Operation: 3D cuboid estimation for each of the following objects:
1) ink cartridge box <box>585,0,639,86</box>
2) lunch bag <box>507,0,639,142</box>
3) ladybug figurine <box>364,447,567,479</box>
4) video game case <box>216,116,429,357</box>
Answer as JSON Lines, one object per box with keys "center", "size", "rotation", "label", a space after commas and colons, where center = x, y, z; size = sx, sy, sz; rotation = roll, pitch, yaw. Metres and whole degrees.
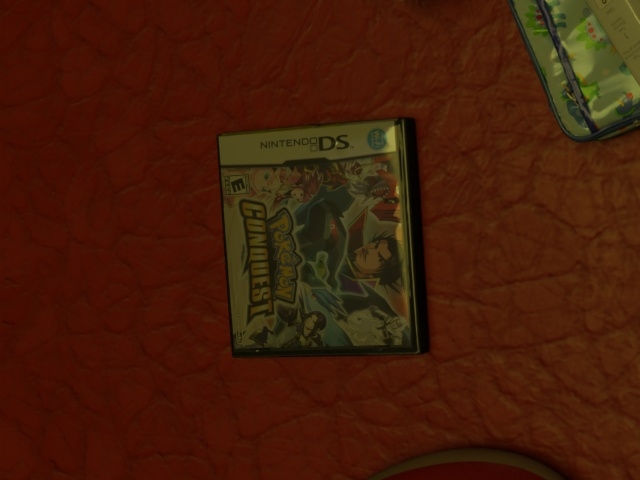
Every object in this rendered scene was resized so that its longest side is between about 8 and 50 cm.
{"center": [0.387, -0.202, 1.512], "size": [0.232, 0.189, 0.066], "rotation": [57, 149, 7], "label": "ink cartridge box"}
{"center": [0.304, -0.221, 1.613], "size": [0.176, 0.090, 0.219], "rotation": [-23, 83, 27], "label": "lunch bag"}
{"center": [0.113, 0.407, 1.697], "size": [0.449, 0.162, 0.305], "rotation": [-39, 77, 22], "label": "ladybug figurine"}
{"center": [0.000, 0.000, 1.795], "size": [0.248, 0.035, 0.275], "rotation": [-3, 92, 25], "label": "video game case"}
